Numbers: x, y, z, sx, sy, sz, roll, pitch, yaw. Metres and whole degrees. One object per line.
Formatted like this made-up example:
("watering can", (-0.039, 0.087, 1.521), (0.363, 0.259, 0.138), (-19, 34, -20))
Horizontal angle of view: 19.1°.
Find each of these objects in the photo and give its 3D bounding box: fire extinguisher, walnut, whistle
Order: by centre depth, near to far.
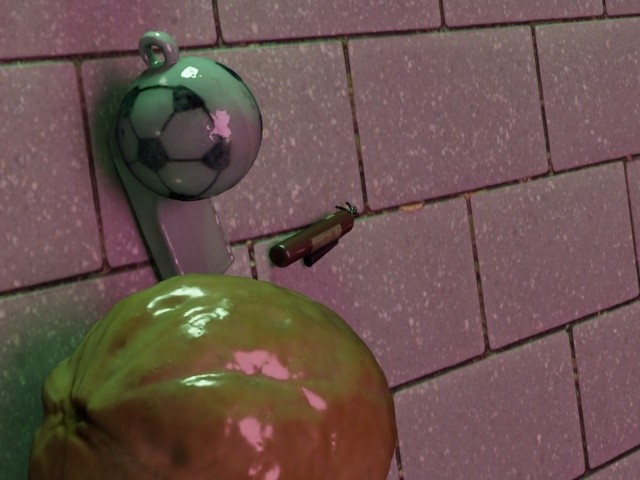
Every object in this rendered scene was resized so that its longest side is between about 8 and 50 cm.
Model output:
("walnut", (-0.103, 0.209, 1.813), (0.381, 0.381, 0.381), (10, 77, -54))
("whistle", (-0.125, -0.084, 1.961), (0.163, 0.163, 0.289), (-45, 121, -48))
("fire extinguisher", (0.000, 0.000, 2.238), (0.173, 0.035, 0.049), (-29, 106, -50))
